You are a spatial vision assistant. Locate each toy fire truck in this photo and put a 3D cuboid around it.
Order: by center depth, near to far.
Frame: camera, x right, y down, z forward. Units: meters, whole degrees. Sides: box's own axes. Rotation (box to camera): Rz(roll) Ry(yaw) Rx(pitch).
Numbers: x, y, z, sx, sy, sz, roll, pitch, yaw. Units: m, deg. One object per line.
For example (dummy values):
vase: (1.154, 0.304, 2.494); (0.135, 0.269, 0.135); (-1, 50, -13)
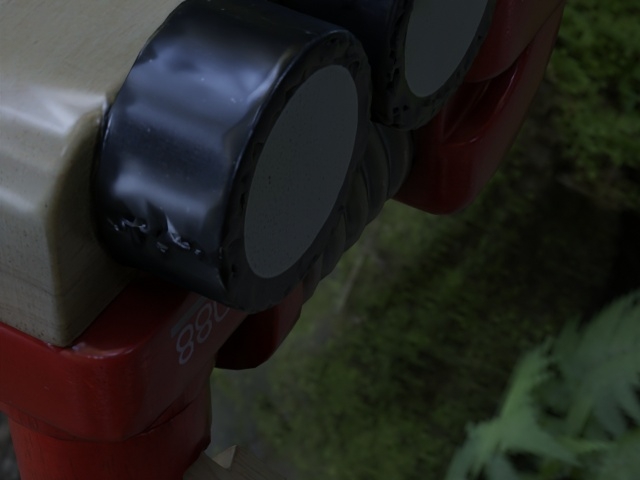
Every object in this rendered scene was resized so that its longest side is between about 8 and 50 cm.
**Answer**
toy fire truck: (0.000, 0.000, 0.456); (0.217, 0.158, 0.246); (-50, -27, -38)
